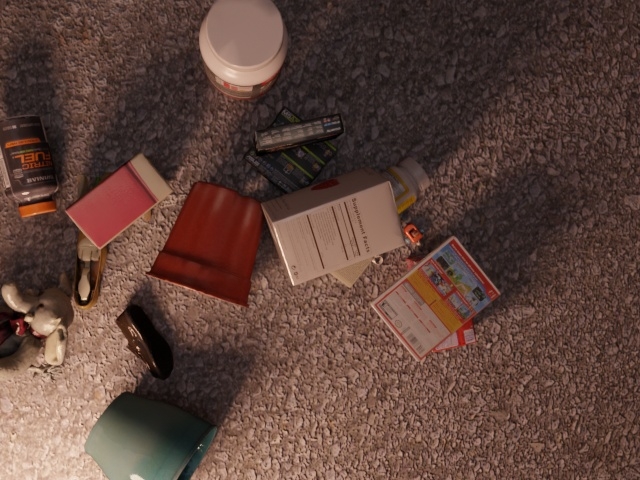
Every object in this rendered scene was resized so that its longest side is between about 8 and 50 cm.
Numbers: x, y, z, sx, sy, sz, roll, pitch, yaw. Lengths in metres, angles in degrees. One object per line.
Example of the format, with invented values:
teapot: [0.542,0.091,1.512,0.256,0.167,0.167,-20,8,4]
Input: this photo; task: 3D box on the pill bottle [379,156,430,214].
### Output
pill bottle: [0.186,-0.125,1.867,0.208,0.119,0.119,-37,97,-4]

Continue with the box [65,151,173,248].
box: [-0.503,-0.101,1.733,0.232,0.149,0.126,-41,105,-12]

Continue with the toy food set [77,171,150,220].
toy food set: [-0.540,-0.112,1.824,0.192,0.038,0.132,4,98,-18]

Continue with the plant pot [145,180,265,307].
plant pot: [-0.270,0.005,1.760,0.273,0.272,0.265,19,83,-8]

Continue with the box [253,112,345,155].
box: [-0.059,-0.267,1.758,0.220,0.175,0.051,-13,94,-7]

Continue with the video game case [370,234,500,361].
video game case: [0.302,0.152,1.821,0.285,0.025,0.204,-39,95,0]

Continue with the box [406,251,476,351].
box: [0.328,0.161,1.898,0.128,0.122,0.256,-12,94,-5]

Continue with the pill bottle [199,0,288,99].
pill bottle: [-0.186,-0.468,1.679,0.210,0.363,0.210,0,94,-7]

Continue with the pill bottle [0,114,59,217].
pill bottle: [-0.738,-0.183,1.744,0.131,0.130,0.245,-14,95,-6]

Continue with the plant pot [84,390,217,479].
plant pot: [-0.444,0.526,1.765,0.255,0.271,0.271,30,89,6]

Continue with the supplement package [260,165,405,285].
supplement package: [0.028,-0.042,1.690,0.293,0.177,0.175,-20,112,-7]

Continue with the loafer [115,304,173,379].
loafer: [-0.468,0.274,1.840,0.078,0.080,0.220,-23,98,28]

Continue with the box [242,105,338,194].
box: [-0.081,-0.232,1.867,0.191,0.045,0.184,38,86,-7]

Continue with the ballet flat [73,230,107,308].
ballet flat: [-0.601,0.067,1.803,0.080,0.073,0.232,3,93,-8]

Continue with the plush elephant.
plush elephant: [-0.729,0.206,1.707,0.330,0.272,0.255,29,104,-36]

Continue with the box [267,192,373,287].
box: [0.000,0.000,1.842,0.275,0.094,0.113,39,92,-16]

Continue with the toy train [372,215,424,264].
toy train: [0.202,-0.009,1.913,0.166,0.046,0.125,-33,96,-5]
